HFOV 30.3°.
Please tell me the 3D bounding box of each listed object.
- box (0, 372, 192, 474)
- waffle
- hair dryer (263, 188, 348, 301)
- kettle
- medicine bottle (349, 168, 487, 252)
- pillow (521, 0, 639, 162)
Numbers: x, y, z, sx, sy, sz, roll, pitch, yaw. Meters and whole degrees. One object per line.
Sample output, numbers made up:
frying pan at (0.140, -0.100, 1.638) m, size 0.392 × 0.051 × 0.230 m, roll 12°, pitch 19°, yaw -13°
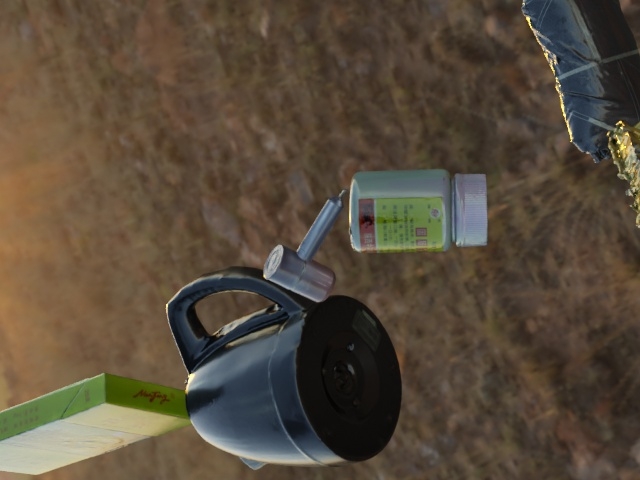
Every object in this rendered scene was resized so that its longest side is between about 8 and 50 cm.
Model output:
box at (-0.347, 0.258, 1.627) m, size 0.335 × 0.187 × 0.047 m, roll -23°, pitch 63°, yaw 30°
waffle at (0.478, -0.073, 1.500) m, size 0.309 × 0.283 × 0.065 m, roll 34°, pitch 128°, yaw 37°
hair dryer at (0.000, 0.000, 1.134) m, size 0.114 × 0.063 × 0.037 m, roll -59°, pitch 22°, yaw 12°
kettle at (-0.075, 0.181, 1.488) m, size 0.271 × 0.207 × 0.251 m, roll -17°, pitch 136°, yaw 39°
medicine bottle at (0.163, -0.049, 1.970) m, size 0.139 × 0.225 × 0.139 m, roll -2°, pitch -90°, yaw -84°
pillow at (0.427, -0.292, 1.873) m, size 0.092 × 0.161 × 0.335 m, roll 142°, pitch 112°, yaw -73°
